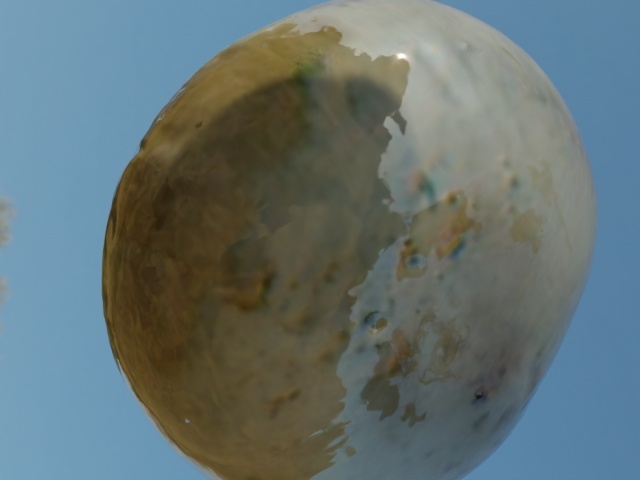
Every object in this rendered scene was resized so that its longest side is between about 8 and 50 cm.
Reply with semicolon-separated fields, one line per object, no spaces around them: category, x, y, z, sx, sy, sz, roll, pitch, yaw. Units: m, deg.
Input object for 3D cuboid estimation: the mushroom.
mushroom;0.000;0.000;0.625;0.243;0.243;0.243;2;-87;54
